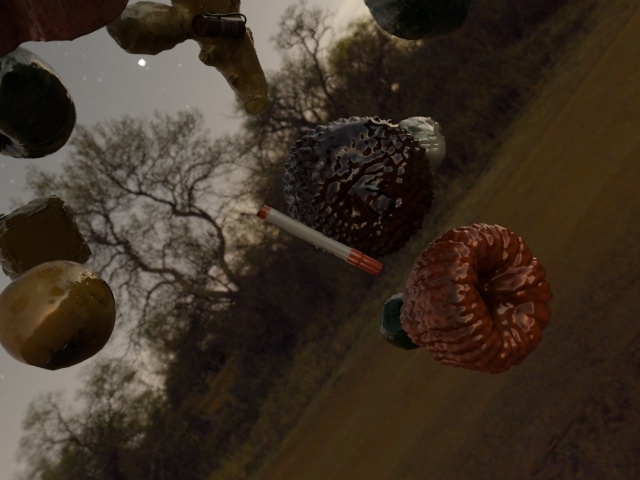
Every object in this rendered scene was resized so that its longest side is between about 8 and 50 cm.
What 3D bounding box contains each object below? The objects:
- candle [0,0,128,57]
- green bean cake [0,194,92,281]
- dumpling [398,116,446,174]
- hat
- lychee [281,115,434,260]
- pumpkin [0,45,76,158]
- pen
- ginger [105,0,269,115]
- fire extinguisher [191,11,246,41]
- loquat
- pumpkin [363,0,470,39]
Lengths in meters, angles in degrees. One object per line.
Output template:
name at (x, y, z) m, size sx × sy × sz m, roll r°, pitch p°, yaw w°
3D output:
candle at (-0.442, -0.365, 0.787) m, size 0.317 × 0.287 × 0.131 m, roll -24°, pitch -26°, yaw -14°
green bean cake at (-0.776, 0.010, 1.583) m, size 0.131 × 0.224 × 0.230 m, roll -1°, pitch 31°, yaw 36°
dumpling at (0.240, -0.228, 1.413) m, size 0.108 × 0.127 × 0.188 m, roll -15°, pitch 62°, yaw 60°
hat at (0.282, 0.122, 1.223) m, size 0.285 × 0.285 × 0.400 m, roll -54°, pitch 9°, yaw -15°
lychee at (0.075, -0.106, 1.178) m, size 0.306 × 0.306 × 0.330 m, roll -53°, pitch 17°, yaw 5°
pumpkin at (-0.666, -0.284, 1.188) m, size 0.300 × 0.300 × 0.207 m, roll 131°, pitch 156°, yaw -73°
pen at (0.000, 0.000, 1.005) m, size 0.028 × 0.239 × 0.028 m, roll -62°, pitch 7°, yaw 13°
ginger at (-0.200, -0.444, 1.076) m, size 0.348 × 0.122 × 0.363 m, roll 31°, pitch -114°, yaw -55°
fire extinguisher at (-0.169, -0.375, 1.011) m, size 0.132 × 0.039 × 0.056 m, roll -27°, pitch -25°, yaw -54°
loquat at (-0.551, 0.154, 1.212) m, size 0.235 × 0.235 × 0.235 m, roll -53°, pitch 1°, yaw 2°
pumpkin at (0.178, -0.552, 1.165) m, size 0.197 × 0.293 × 0.263 m, roll -12°, pitch 25°, yaw -5°
